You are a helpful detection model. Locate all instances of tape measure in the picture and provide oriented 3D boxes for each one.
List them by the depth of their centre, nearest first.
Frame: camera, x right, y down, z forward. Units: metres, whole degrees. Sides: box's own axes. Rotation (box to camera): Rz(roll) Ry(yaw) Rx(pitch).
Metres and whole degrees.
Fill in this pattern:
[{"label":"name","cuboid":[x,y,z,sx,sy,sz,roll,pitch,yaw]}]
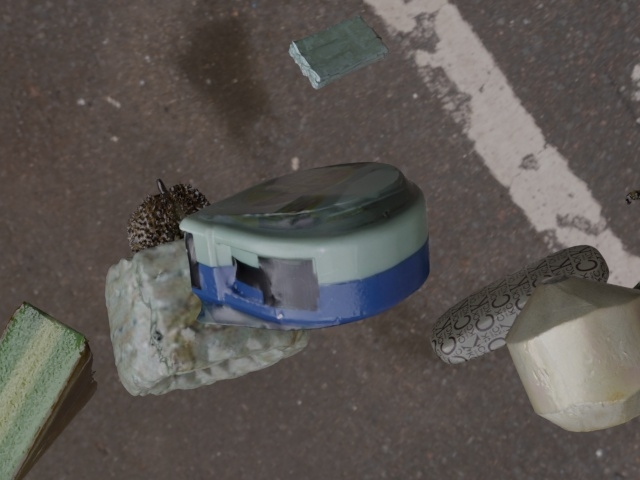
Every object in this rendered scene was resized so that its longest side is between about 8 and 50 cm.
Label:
[{"label":"tape measure","cuboid":[-0.002,-0.001,1.069,0.262,0.259,0.138,5,116,42]}]

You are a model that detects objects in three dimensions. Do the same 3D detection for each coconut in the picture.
[{"label":"coconut","cuboid":[0.393,0.156,1.321,0.241,0.241,0.241,14,120,26]}]

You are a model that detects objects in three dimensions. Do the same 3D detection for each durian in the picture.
[{"label":"durian","cuboid":[-0.304,-0.032,1.790,0.167,0.196,0.196,-6,111,57]}]

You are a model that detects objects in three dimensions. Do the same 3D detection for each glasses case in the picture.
[{"label":"glasses case","cuboid":[0.365,0.118,1.641,0.354,0.137,0.085,-29,111,14]}]

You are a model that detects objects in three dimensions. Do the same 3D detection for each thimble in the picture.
[{"label":"thimble","cuboid":[-0.175,0.106,1.305,0.291,0.291,0.195,-29,71,38]}]

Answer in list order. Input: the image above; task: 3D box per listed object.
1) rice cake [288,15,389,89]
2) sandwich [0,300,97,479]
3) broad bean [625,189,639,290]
[{"label":"rice cake","cuboid":[0.042,-0.397,1.838,0.124,0.211,0.038,55,148,18]},{"label":"sandwich","cuboid":[-0.233,0.120,0.666,0.074,0.116,0.074,26,140,12]},{"label":"broad bean","cuboid":[0.580,0.011,1.490,0.144,0.292,0.049,-11,133,34]}]
